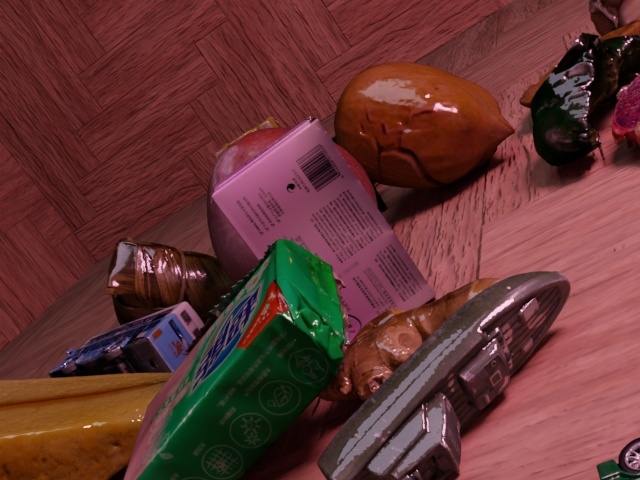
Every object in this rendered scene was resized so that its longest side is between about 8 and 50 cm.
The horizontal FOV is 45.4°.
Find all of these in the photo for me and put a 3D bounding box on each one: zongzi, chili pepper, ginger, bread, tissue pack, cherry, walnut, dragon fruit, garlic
[{"bbox_3d":[-0.232,0.110,1.404,0.286,0.288,0.134,107,165,-63],"label":"zongzi"},{"bbox_3d":[0.337,-0.192,0.985,0.264,0.116,0.148,-44,1,-42],"label":"chili pepper"},{"bbox_3d":[0.090,0.100,0.742,0.214,0.059,0.133,-24,10,37],"label":"ginger"},{"bbox_3d":[-0.339,0.312,1.048,0.361,0.245,0.233,-5,11,-5],"label":"bread"},{"bbox_3d":[0.000,0.000,0.882,0.148,0.246,0.092,-35,14,0],"label":"tissue pack"},{"bbox_3d":[-0.053,-0.050,1.169,0.261,0.307,0.221,-37,-31,3],"label":"cherry"},{"bbox_3d":[0.154,-0.175,1.186,0.298,0.203,0.203,9,40,37],"label":"walnut"},{"bbox_3d":[0.387,-0.147,0.862,0.112,0.068,0.126,-45,20,34],"label":"dragon fruit"},{"bbox_3d":[0.528,-0.418,1.231,0.191,0.160,0.214,-36,10,17],"label":"garlic"}]

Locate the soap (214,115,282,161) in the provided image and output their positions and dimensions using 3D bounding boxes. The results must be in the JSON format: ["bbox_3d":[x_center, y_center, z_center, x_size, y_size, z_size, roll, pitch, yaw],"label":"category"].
[{"bbox_3d":[-0.090,-0.112,1.505,0.135,0.233,0.076,-31,8,14],"label":"soap"}]

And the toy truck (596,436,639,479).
[{"bbox_3d":[0.137,0.164,0.398,0.147,0.065,0.079,-30,17,19],"label":"toy truck"}]

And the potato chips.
[{"bbox_3d":[0.406,-0.255,1.173,0.208,0.062,0.195,-40,9,-16],"label":"potato chips"}]

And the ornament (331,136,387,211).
[{"bbox_3d":[0.054,-0.121,1.422,0.166,0.153,0.196,-25,8,33],"label":"ornament"}]

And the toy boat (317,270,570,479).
[{"bbox_3d":[0.112,0.115,0.608,0.260,0.078,0.085,-41,39,-17],"label":"toy boat"}]

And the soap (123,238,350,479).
[{"bbox_3d":[-0.082,0.146,0.760,0.273,0.098,0.218,-51,20,16],"label":"soap"}]

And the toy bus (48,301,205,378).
[{"bbox_3d":[-0.321,0.199,1.279,0.297,0.106,0.131,-21,17,40],"label":"toy bus"}]
